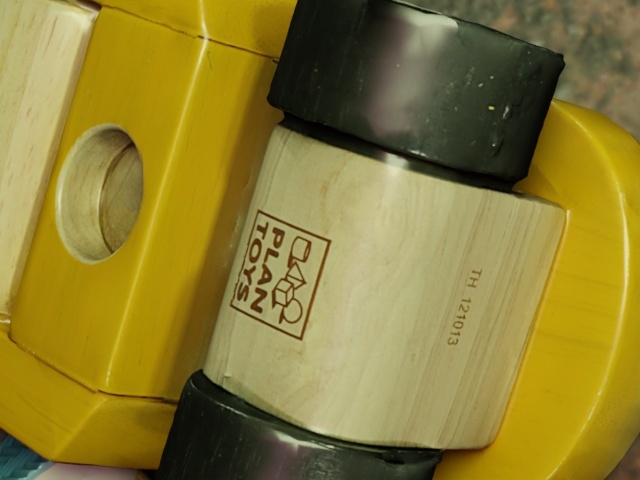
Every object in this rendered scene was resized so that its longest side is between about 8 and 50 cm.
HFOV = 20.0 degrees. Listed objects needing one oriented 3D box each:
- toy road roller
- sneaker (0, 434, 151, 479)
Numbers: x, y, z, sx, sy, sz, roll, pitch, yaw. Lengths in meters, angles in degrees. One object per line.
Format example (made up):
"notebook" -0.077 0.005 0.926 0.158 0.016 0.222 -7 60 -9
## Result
"toy road roller" 0.000 0.000 0.740 0.329 0.240 0.202 23 99 44
"sneaker" -0.164 0.172 0.805 0.229 0.087 0.092 -36 108 17
